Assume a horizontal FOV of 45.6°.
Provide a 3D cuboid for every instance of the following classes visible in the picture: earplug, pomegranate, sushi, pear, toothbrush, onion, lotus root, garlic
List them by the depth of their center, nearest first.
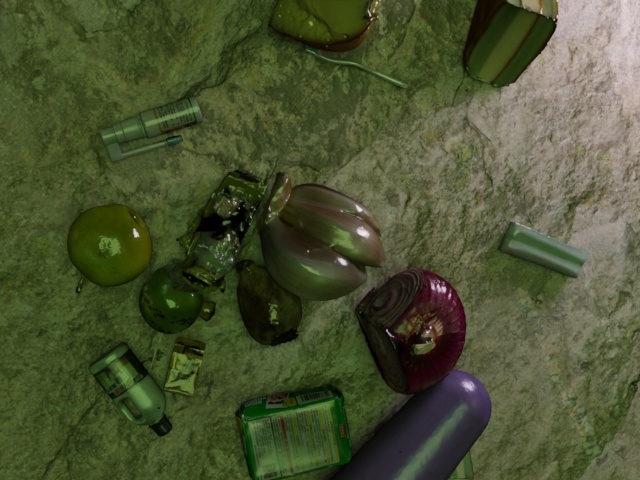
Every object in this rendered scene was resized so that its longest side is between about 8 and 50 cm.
[{"bbox_3d":[-0.466,0.025,1.629,0.216,0.166,0.180,-41,114,15],"label":"pear"},{"bbox_3d":[-0.321,0.147,1.663,0.169,0.143,0.122,41,54,-20],"label":"pomegranate"},{"bbox_3d":[-0.223,-0.028,1.676,0.139,0.131,0.290,26,77,-15],"label":"sushi"},{"bbox_3d":[0.000,0.000,1.703,0.325,0.132,0.279,31,67,0],"label":"garlic"},{"bbox_3d":[-0.121,0.136,1.713,0.139,0.138,0.214,-24,90,-10],"label":"lotus root"},{"bbox_3d":[0.225,0.203,1.739,0.231,0.272,0.256,-29,131,-20],"label":"onion"},{"bbox_3d":[0.218,0.494,1.765,0.215,0.215,0.456,46,79,-10],"label":"earplug"},{"bbox_3d":[0.085,-0.404,1.785,0.263,0.022,0.026,20,100,-12],"label":"toothbrush"}]

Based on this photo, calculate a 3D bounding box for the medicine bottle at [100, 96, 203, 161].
[{"bbox_3d":[-0.369,-0.244,1.682,0.221,0.061,0.092,-18,115,-10],"label":"medicine bottle"}]

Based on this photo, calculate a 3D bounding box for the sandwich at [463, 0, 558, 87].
[{"bbox_3d":[0.447,-0.522,1.817,0.155,0.227,0.198,18,53,-10],"label":"sandwich"}]

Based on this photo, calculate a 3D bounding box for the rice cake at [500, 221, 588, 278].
[{"bbox_3d":[0.556,0.027,1.891,0.222,0.042,0.080,21,87,-13],"label":"rice cake"}]

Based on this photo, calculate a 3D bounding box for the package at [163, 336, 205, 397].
[{"bbox_3d":[-0.307,0.284,1.719,0.071,0.047,0.131,13,88,-10],"label":"package"}]

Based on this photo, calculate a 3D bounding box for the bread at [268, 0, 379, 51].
[{"bbox_3d":[0.024,-0.516,1.700,0.262,0.163,0.204,18,90,30],"label":"bread"}]

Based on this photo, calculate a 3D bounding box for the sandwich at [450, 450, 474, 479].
[{"bbox_3d":[0.333,0.510,1.846,0.074,0.074,0.116,5,91,-13],"label":"sandwich"}]

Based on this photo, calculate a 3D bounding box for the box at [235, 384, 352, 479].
[{"bbox_3d":[-0.060,0.443,1.750,0.250,0.103,0.180,-10,94,-10],"label":"box"}]

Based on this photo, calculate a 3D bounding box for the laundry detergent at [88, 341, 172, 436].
[{"bbox_3d":[-0.409,0.341,1.690,0.099,0.070,0.225,-37,100,-12],"label":"laundry detergent"}]
